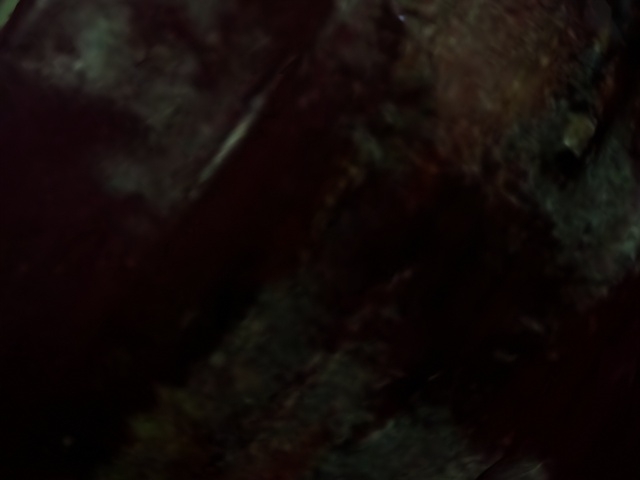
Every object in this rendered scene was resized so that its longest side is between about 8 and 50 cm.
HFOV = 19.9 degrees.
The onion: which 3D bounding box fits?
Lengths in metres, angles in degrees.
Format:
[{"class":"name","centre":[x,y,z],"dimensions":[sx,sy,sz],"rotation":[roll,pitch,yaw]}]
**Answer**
[{"class":"onion","centre":[0.000,0.000,0.563],"dimensions":[0.260,0.282,0.337],"rotation":[36,-14,-9]}]
